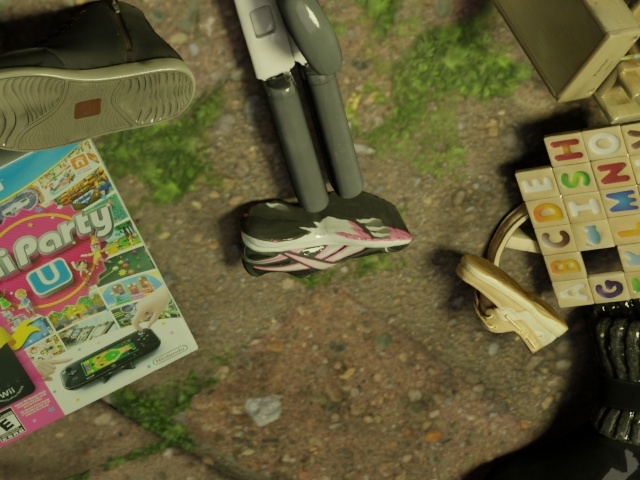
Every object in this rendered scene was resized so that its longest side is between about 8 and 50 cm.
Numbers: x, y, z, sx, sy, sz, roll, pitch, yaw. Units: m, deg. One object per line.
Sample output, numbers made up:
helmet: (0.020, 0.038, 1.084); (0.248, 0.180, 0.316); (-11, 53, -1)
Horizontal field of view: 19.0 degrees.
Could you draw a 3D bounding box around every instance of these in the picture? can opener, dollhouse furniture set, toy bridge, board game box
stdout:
can opener: (-0.011, -0.131, 1.787); (0.076, 0.095, 0.283); (-22, 131, -7)
dollhouse furniture set: (0.295, -0.238, 1.815); (0.242, 0.161, 0.212); (-12, 152, -36)
toy bridge: (0.217, -0.001, 2.038); (0.063, 0.026, 0.188); (10, 122, -29)
board game box: (-0.276, 0.027, 1.788); (0.224, 0.097, 0.303); (-27, 131, -4)

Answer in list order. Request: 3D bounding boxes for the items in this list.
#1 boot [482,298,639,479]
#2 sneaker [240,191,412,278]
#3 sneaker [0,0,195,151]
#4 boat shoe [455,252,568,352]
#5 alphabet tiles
boot: (0.318, 0.195, 2.164); (0.348, 0.131, 0.260); (-17, 124, 0)
sneaker: (0.000, 0.000, 1.923); (0.178, 0.072, 0.077); (0, 137, -15)
sneaker: (-0.230, -0.145, 1.653); (0.222, 0.118, 0.083); (-7, 131, -29)
boat shoe: (0.194, 0.073, 2.026); (0.059, 0.063, 0.170); (-48, 128, 10)
alphabet tiles: (0.316, -0.027, 1.977); (0.198, 0.009, 0.237); (-8, 131, 19)
